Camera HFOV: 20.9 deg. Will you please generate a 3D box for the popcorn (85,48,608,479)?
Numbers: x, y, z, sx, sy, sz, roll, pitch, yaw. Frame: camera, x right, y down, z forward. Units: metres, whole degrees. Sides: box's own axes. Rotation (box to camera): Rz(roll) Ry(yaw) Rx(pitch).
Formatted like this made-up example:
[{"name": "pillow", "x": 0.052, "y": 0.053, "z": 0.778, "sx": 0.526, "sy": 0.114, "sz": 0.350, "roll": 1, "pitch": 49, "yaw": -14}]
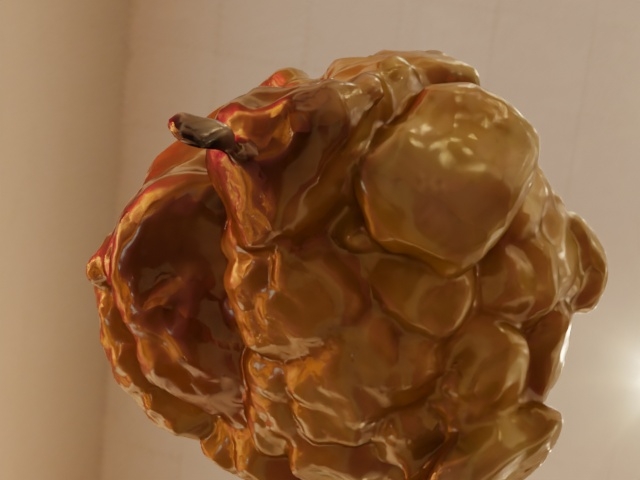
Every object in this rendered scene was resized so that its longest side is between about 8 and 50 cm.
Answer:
[{"name": "popcorn", "x": 0.015, "y": 0.013, "z": 0.600, "sx": 0.163, "sy": 0.140, "sz": 0.194, "roll": 40, "pitch": -36, "yaw": -3}]
